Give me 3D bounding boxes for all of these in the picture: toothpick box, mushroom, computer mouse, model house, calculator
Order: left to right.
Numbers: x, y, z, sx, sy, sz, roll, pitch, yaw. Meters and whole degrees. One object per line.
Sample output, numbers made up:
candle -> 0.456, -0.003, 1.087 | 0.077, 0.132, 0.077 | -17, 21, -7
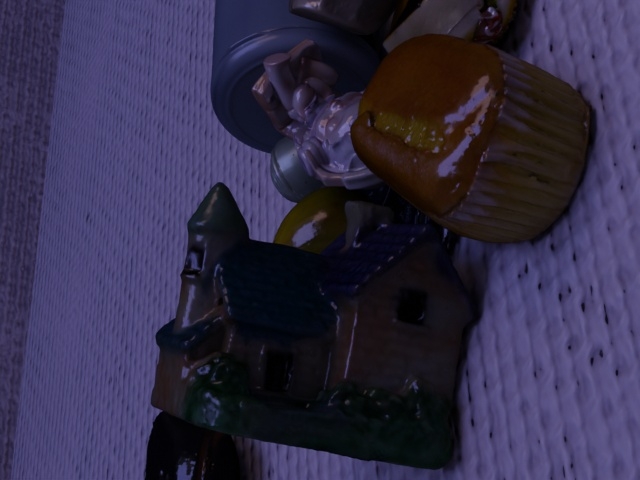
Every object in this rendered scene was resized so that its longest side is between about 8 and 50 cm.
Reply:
computer mouse -> -0.187, 0.346, 1.997 | 0.323, 0.116, 0.182 | -152, 76, -74
toothpick box -> -0.045, -0.315, 1.924 | 0.263, 0.263, 0.354 | -50, 32, 45
model house -> -0.006, 0.083, 1.510 | 0.245, 0.312, 0.280 | -179, 101, -69
mushroom -> 0.057, -0.353, 1.748 | 0.128, 0.128, 0.350 | -53, 7, 41
calculator -> 0.098, -0.031, 1.698 | 0.274, 0.028, 0.165 | -22, 56, 61

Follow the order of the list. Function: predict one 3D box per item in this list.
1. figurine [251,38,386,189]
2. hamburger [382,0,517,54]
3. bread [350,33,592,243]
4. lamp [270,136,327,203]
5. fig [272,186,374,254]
figurine -> 0.032, -0.145, 1.667 | 0.162, 0.141, 0.237 | -38, 52, -14
hamburger -> 0.157, -0.271, 1.620 | 0.210, 0.116, 0.173 | -38, 30, 62
bread -> 0.142, -0.112, 1.458 | 0.288, 0.156, 0.204 | 36, 106, 61
lamp -> 0.015, -0.122, 1.813 | 0.193, 0.106, 0.106 | -37, 39, 23
fig -> 0.011, 0.003, 1.703 | 0.153, 0.121, 0.136 | -55, 19, -8
